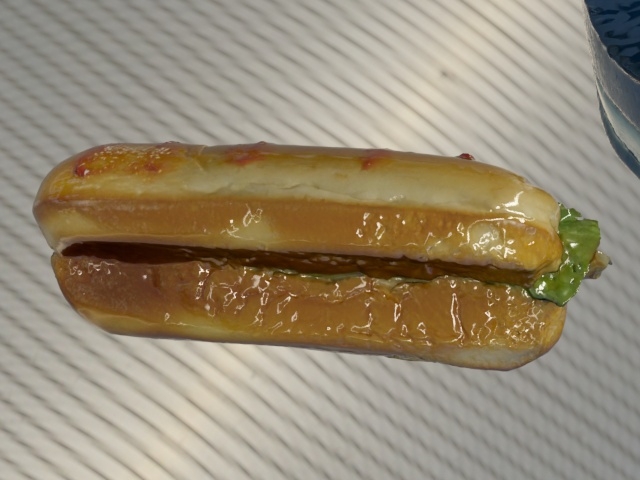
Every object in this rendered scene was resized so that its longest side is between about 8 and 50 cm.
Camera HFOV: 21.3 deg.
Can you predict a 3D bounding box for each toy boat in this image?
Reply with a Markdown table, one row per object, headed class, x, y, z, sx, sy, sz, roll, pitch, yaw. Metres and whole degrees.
| class | x | y | z | sx | sy | sz | roll | pitch | yaw |
| --- | --- | --- | --- | --- | --- | --- | --- | --- | --- |
| toy boat | 0.170 | -0.106 | 0.811 | 0.096 | 0.062 | 0.299 | -14 | 30 | 16 |

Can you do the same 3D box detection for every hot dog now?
| class | x | y | z | sx | sy | sz | roll | pitch | yaw |
| --- | --- | --- | --- | --- | --- | --- | --- | --- | --- |
| hot dog | 0.000 | 0.000 | 0.730 | 0.250 | 0.104 | 0.076 | 1 | 41 | 17 |
